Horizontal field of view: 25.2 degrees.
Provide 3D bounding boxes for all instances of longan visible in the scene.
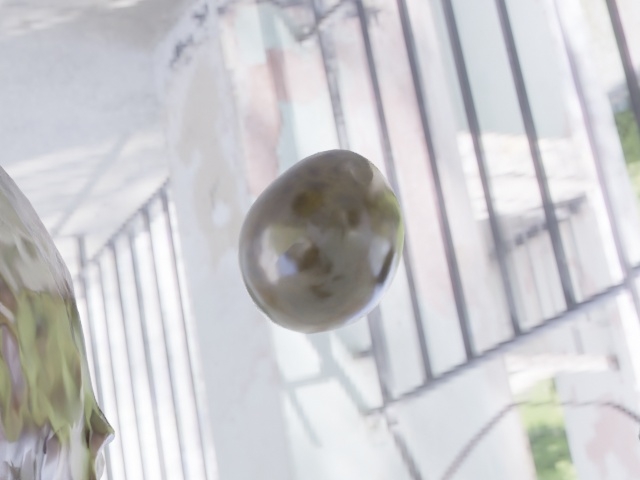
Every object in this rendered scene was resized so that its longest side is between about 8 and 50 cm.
[{"bbox_3d":[0.000,0.000,0.827,0.092,0.113,0.113,22,152,-13],"label":"longan"}]

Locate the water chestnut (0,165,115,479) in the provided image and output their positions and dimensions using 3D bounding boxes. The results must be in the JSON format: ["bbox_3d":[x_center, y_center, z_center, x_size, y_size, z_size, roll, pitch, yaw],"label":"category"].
[{"bbox_3d":[-0.229,0.036,0.373,0.350,0.302,0.350,-11,-176,1],"label":"water chestnut"}]

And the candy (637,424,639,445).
[{"bbox_3d":[0.306,0.119,0.926,0.185,0.137,0.195,-53,179,1],"label":"candy"}]
